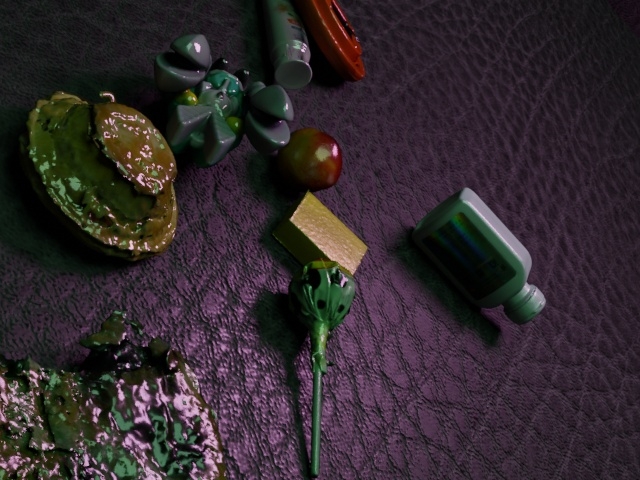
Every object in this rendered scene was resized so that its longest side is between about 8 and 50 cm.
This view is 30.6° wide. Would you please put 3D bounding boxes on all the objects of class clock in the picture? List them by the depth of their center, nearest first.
[{"bbox_3d":[0.018,-0.361,1.972,0.205,0.051,0.205,54,15,-22],"label":"clock"}]

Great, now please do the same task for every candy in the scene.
[{"bbox_3d":[0.001,0.155,1.473,0.083,0.091,0.305,30,45,-34],"label":"candy"}]

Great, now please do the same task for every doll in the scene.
[{"bbox_3d":[-0.149,-0.201,1.576,0.195,0.153,0.258,10,31,-30],"label":"doll"}]

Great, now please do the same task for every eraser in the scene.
[{"bbox_3d":[0.000,0.000,1.647,0.122,0.045,0.097,46,33,-8],"label":"eraser"}]

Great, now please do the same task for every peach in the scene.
[{"bbox_3d":[-0.017,-0.113,1.698,0.101,0.101,0.100,32,37,-28],"label":"peach"}]

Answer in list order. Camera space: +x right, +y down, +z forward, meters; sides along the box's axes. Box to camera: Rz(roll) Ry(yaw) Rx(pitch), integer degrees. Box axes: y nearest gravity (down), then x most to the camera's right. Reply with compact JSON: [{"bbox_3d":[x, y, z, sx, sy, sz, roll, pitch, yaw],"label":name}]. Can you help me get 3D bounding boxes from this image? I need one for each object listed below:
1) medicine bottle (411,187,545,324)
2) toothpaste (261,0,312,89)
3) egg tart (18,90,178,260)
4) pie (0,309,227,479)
[{"bbox_3d":[0.263,0.034,1.868,0.229,0.121,0.083,46,32,-9],"label":"medicine bottle"},{"bbox_3d":[-0.062,-0.369,1.929,0.100,0.066,0.323,33,31,-35],"label":"toothpaste"},{"bbox_3d":[-0.246,-0.088,1.380,0.241,0.106,0.241,37,32,-28],"label":"egg tart"},{"bbox_3d":[-0.227,0.210,1.131,0.371,0.078,0.296,-4,62,-54],"label":"pie"}]
